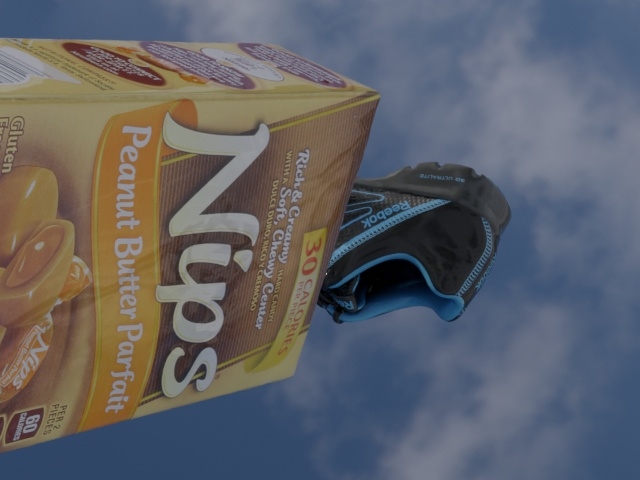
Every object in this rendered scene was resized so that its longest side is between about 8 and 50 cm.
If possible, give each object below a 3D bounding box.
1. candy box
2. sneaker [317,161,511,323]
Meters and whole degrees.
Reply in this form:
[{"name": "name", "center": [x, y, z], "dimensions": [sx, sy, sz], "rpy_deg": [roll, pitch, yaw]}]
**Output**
[{"name": "candy box", "center": [-0.113, -0.003, 0.782], "dimensions": [0.087, 0.183, 0.316], "rpy_deg": [29, -159, 31]}, {"name": "sneaker", "center": [0.000, 0.000, 1.457], "dimensions": [0.125, 0.341, 0.139], "rpy_deg": [61, -142, -43]}]
